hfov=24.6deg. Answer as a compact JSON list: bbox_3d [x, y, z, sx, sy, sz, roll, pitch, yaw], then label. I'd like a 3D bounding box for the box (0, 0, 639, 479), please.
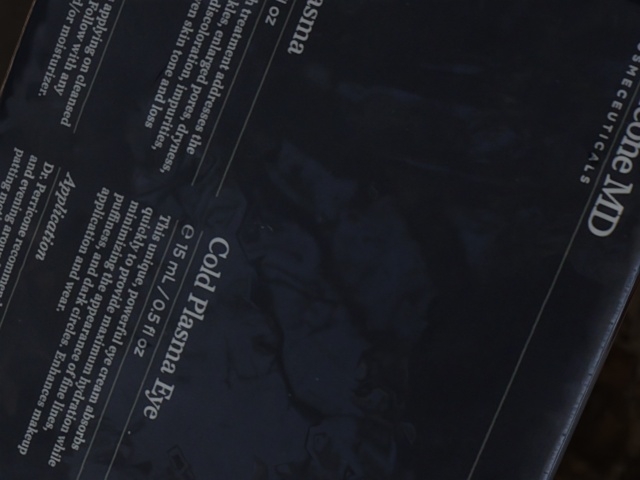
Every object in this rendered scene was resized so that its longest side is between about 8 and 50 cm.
[{"bbox_3d":[0.000,0.000,0.750,0.343,0.312,0.179,-67,167,8],"label":"box"}]
